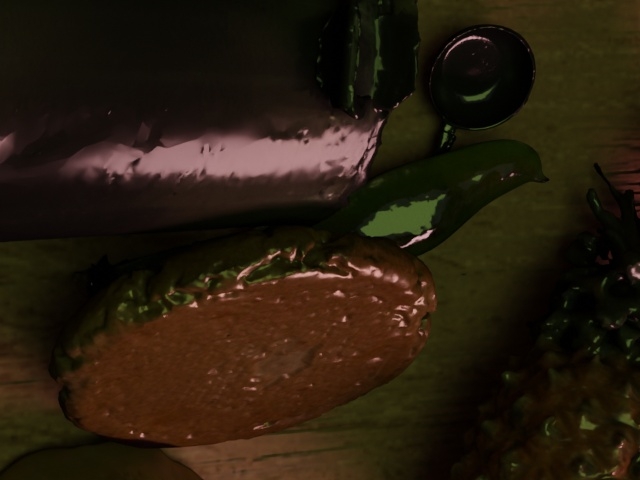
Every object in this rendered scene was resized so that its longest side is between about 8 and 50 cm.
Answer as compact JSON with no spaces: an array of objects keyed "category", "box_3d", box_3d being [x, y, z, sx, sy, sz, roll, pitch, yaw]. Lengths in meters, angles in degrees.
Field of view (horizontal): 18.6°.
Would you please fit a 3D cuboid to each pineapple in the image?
[{"category":"pineapple","box_3d":[0.182,0.070,1.197,0.169,0.169,0.340,23,81,-25]}]

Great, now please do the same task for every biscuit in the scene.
[{"category":"biscuit","box_3d":[-0.041,0.053,1.075,0.226,0.226,0.042,-4,59,-23]}]

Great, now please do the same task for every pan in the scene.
[{"category":"pan","box_3d":[0.084,-0.081,1.188,0.068,0.023,0.115,23,105,-26]}]

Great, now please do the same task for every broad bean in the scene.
[{"category":"broad bean","box_3d":[0.001,0.001,1.151,0.297,0.043,0.060,-18,109,-16]}]

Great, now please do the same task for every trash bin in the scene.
[{"category":"trash bin","box_3d":[-0.137,-0.101,0.975,0.301,0.252,0.203,-3,101,-31]}]

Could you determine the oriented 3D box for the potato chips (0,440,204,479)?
[{"category":"potato chips","box_3d":[-0.128,0.222,1.125,0.195,0.062,0.208,41,79,-26]}]
